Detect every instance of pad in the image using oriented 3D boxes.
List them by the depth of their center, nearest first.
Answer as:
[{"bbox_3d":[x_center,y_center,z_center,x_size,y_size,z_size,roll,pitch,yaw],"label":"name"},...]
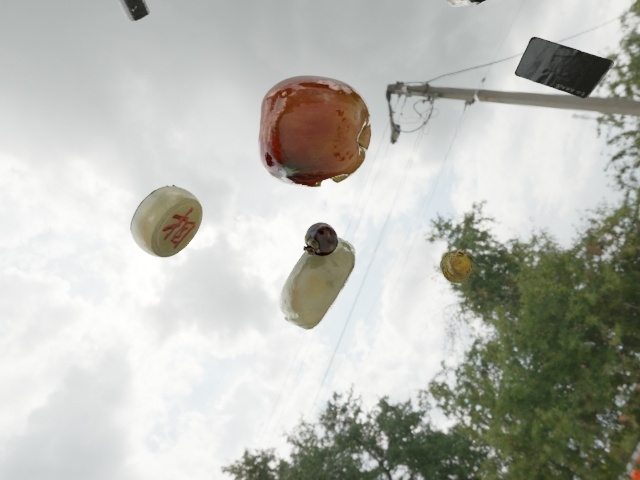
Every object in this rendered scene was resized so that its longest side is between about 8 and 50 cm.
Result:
[{"bbox_3d":[0.480,-0.343,0.844,0.003,0.157,0.112,-61,-14,-13],"label":"pad"}]

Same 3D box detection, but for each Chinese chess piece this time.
[{"bbox_3d":[-0.249,-0.030,0.693,0.122,0.051,0.122,-50,-18,-22],"label":"Chinese chess piece"}]

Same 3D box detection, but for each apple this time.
[{"bbox_3d":[-0.006,-0.176,0.696,0.199,0.199,0.200,-21,-57,-36],"label":"apple"}]

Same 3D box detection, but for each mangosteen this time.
[{"bbox_3d":[0.002,-0.001,0.958,0.080,0.080,0.081,-21,-57,-36],"label":"mangosteen"}]

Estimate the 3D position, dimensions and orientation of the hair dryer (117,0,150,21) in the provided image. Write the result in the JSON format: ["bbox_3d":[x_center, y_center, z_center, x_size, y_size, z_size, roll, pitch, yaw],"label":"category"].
[{"bbox_3d":[-0.325,-0.456,0.680,0.197,0.251,0.089,-33,-93,-14],"label":"hair dryer"}]

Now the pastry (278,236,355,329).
[{"bbox_3d":[-0.006,0.108,1.107,0.265,0.133,0.265,-59,-5,-8],"label":"pastry"}]

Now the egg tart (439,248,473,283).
[{"bbox_3d":[0.491,0.090,1.512,0.130,0.052,0.131,1,-96,-5],"label":"egg tart"}]

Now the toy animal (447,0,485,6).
[{"bbox_3d":[0.396,-0.664,0.904,0.194,0.303,0.344,34,-74,-29],"label":"toy animal"}]
